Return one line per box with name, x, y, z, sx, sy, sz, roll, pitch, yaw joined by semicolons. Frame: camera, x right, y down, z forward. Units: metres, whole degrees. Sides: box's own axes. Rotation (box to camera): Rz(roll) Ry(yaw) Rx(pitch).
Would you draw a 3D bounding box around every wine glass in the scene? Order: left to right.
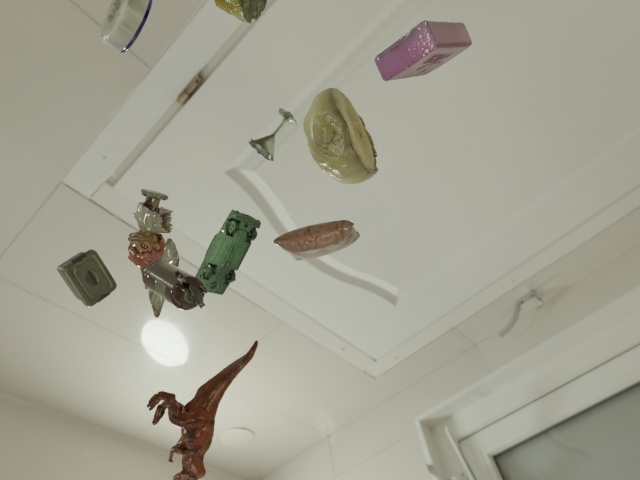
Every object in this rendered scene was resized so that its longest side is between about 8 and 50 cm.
wine glass;-0.174;-0.409;1.640;0.122;0.182;0.122;37;173;5

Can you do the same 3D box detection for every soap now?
soap;0.294;-0.535;1.205;0.259;0.181;0.081;-31;-83;-47

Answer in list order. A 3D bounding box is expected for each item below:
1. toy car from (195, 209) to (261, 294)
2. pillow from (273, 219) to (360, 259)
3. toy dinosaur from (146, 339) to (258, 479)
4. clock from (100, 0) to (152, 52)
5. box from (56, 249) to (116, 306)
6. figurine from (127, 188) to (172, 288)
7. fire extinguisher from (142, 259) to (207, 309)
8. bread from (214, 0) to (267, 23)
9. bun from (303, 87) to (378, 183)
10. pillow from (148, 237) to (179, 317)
toy car;-0.347;0.042;1.550;0.097;0.320;0.141;30;-176;39
pillow;0.000;0.000;1.248;0.223;0.236;0.083;38;-144;-72
toy dinosaur;-0.335;0.440;1.111;0.208;0.431;0.097;20;178;-3
clock;-0.657;-0.756;1.435;0.083;0.230;0.230;23;-148;-41
box;-0.781;0.121;1.413;0.124;0.093;0.172;-46;-50;-43
figurine;-0.678;-0.003;1.657;0.207;0.386;0.166;19;-169;25
fire extinguisher;-0.295;0.085;0.859;0.231;0.071;0.099;13;139;49
bread;-0.223;-0.779;1.232;0.124;0.256;0.186;23;-150;5
bun;0.061;-0.369;1.589;0.364;0.202;0.364;46;-148;-40
pillow;-0.450;0.106;1.219;0.038;0.232;0.130;10;-148;-36
